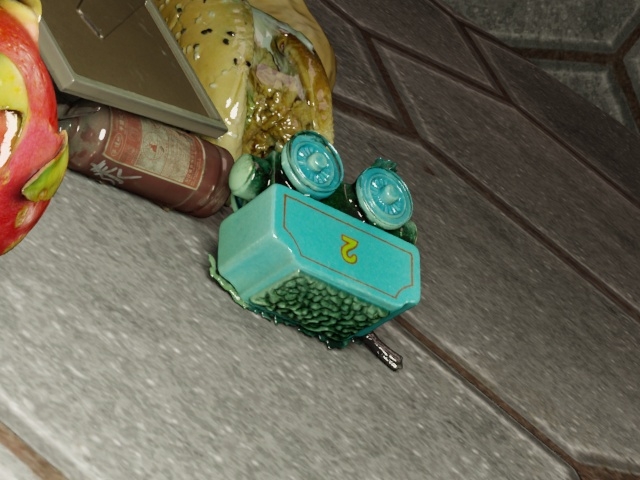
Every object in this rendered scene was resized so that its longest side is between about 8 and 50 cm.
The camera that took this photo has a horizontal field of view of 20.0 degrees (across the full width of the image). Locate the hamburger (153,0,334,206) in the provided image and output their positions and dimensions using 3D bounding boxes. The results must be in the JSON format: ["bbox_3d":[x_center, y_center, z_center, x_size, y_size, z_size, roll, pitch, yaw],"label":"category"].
[{"bbox_3d":[-0.096,-0.167,1.920,0.168,0.192,0.288,11,29,-37],"label":"hamburger"}]

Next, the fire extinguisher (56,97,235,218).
[{"bbox_3d":[-0.181,-0.098,1.670,0.252,0.106,0.075,23,46,-42],"label":"fire extinguisher"}]

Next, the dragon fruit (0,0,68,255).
[{"bbox_3d":[-0.277,-0.070,1.208,0.224,0.224,0.227,37,20,-4],"label":"dragon fruit"}]

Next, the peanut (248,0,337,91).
[{"bbox_3d":[-0.074,-0.244,2.201,0.340,0.158,0.174,55,2,36],"label":"peanut"}]

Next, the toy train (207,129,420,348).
[{"bbox_3d":[0.000,0.000,1.694,0.203,0.112,0.163,22,51,-29],"label":"toy train"}]

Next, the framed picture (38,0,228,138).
[{"bbox_3d":[-0.204,-0.202,1.673,0.211,0.020,0.289,60,18,17],"label":"framed picture"}]

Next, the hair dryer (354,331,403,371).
[{"bbox_3d":[0.027,0.044,1.823,0.195,0.075,0.219,3,49,-57],"label":"hair dryer"}]
